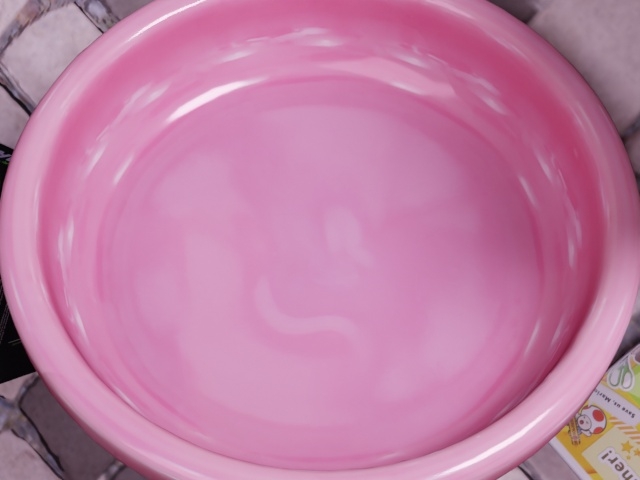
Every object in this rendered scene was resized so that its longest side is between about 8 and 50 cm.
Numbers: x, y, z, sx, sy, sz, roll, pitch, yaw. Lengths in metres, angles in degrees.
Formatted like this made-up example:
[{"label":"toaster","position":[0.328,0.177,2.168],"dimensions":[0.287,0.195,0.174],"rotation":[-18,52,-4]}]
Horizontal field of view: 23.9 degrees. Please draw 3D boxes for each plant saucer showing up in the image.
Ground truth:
[{"label":"plant saucer","position":[0.000,0.000,0.808],"dimensions":[0.332,0.084,0.332],"rotation":[1,59,-1]}]

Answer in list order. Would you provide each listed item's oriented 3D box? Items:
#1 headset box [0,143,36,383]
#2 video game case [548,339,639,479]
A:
[{"label":"headset box","position":[-0.316,-0.001,0.909],"dimensions":[0.246,0.283,0.131],"rotation":[23,105,19]},{"label":"video game case","position":[0.268,0.125,0.822],"dimensions":[0.206,0.026,0.227],"rotation":[-44,80,21]}]
